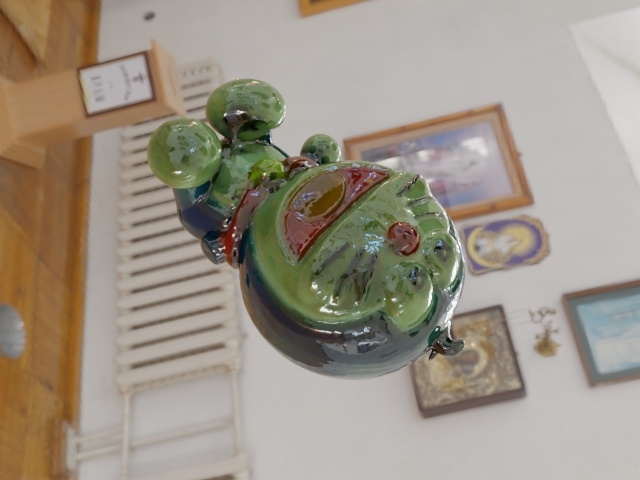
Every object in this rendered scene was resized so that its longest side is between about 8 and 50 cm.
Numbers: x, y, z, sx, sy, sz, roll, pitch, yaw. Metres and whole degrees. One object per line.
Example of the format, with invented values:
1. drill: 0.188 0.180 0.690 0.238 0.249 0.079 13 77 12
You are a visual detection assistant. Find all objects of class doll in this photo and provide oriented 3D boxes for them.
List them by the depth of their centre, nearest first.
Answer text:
1. doll: -0.001 0.000 0.720 0.322 0.198 0.186 41 -29 21
